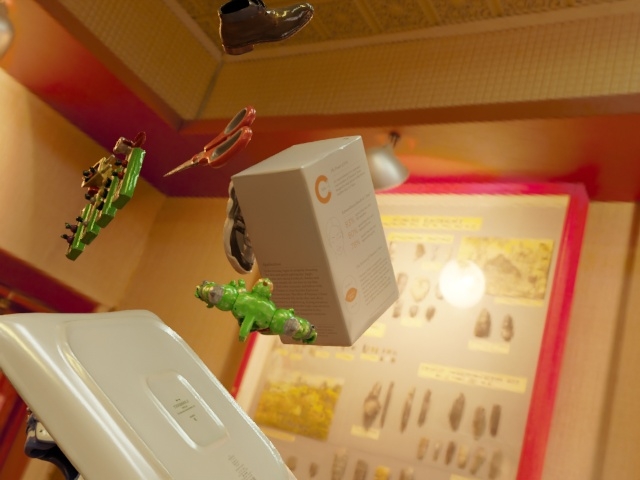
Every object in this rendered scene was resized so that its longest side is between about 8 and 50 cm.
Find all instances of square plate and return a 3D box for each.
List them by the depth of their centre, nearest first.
[{"bbox_3d":[-0.157,0.195,0.775,0.344,0.049,0.347,46,5,11],"label":"square plate"}]

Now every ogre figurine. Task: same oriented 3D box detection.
[{"bbox_3d":[-0.098,0.109,1.094,0.197,0.097,0.118,42,-8,2],"label":"ogre figurine"}]

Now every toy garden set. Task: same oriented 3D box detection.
[{"bbox_3d":[-0.395,-0.104,1.308,0.049,0.204,0.244,28,-43,-27],"label":"toy garden set"}]

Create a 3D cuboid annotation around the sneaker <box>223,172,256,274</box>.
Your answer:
[{"bbox_3d":[-0.155,-0.054,1.790,0.153,0.269,0.101,-11,-20,34],"label":"sneaker"}]

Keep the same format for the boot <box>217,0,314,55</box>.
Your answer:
[{"bbox_3d":[-0.118,-0.486,1.554,0.219,0.082,0.106,-27,-32,-7],"label":"boot"}]

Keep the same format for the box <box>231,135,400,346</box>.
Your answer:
[{"bbox_3d":[0.000,0.000,1.379,0.168,0.215,0.346,-3,-70,35],"label":"box"}]

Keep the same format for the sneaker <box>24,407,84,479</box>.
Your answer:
[{"bbox_3d":[-0.385,0.248,1.058,0.296,0.131,0.112,50,-48,14],"label":"sneaker"}]

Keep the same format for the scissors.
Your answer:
[{"bbox_3d":[-0.202,-0.134,1.205,0.021,0.109,0.297,35,-41,-29],"label":"scissors"}]
